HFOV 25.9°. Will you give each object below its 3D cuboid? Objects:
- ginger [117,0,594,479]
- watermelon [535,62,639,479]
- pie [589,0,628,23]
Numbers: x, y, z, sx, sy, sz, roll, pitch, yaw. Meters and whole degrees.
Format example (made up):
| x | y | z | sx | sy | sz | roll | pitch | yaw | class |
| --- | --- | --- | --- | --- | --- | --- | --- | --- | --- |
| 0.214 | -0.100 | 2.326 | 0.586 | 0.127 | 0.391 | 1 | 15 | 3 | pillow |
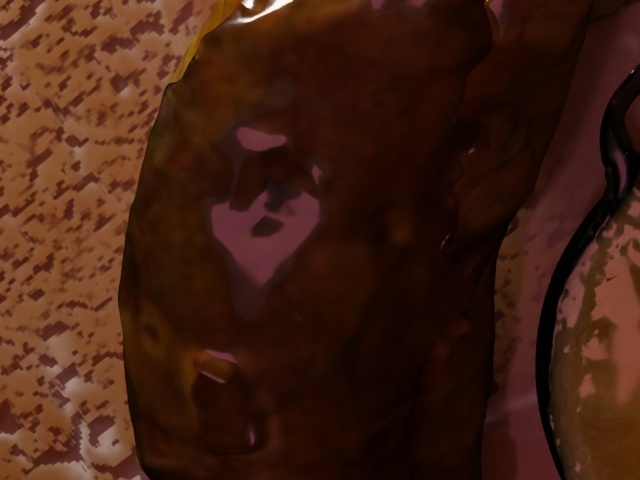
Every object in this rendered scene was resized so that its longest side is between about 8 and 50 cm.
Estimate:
| x | y | z | sx | sy | sz | roll | pitch | yaw | class |
| --- | --- | --- | --- | --- | --- | --- | --- | --- | --- |
| 0.000 | 0.000 | 0.519 | 0.172 | 0.165 | 0.321 | 28 | 128 | 33 | ginger |
| 0.182 | 0.039 | 0.513 | 0.232 | 0.127 | 0.204 | 35 | 99 | 3 | watermelon |
| 0.042 | -0.203 | 0.553 | 0.273 | 0.069 | 0.273 | 1 | 95 | 9 | pie |
